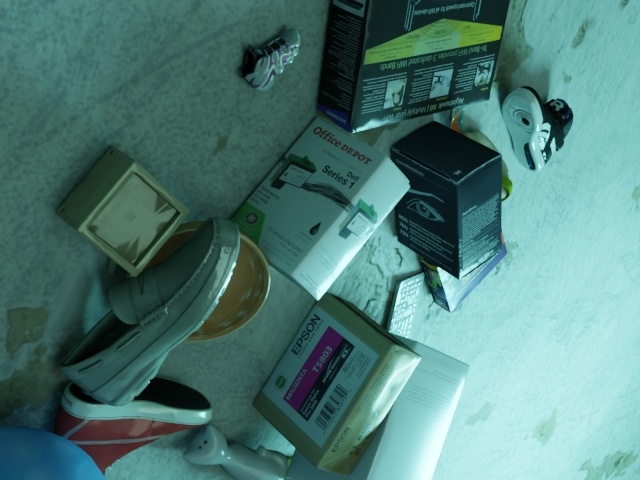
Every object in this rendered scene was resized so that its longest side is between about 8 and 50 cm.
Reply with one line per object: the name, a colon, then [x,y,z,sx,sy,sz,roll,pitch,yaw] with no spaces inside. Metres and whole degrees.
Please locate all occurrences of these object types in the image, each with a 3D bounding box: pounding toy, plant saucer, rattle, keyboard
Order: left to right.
pounding toy: [-0.253,-0.025,1.335,0.130,0.100,0.141,-51,131,-7]
plant saucer: [-0.170,0.053,1.450,0.200,0.037,0.200,-6,125,-9]
keyboard: [0.144,0.177,1.938,0.072,0.014,0.256,-14,126,-39]
rattle: [0.231,-0.136,1.794,0.200,0.143,0.130,38,55,-37]

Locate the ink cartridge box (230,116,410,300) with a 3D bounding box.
ink cartridge box: [-0.004,-0.050,1.507,0.219,0.160,0.092,-52,141,-6]

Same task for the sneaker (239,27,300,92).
sneaker: [-0.072,-0.250,1.391,0.069,0.038,0.098,29,94,-52]

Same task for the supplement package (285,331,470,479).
supplement package: [0.098,0.309,1.791,0.177,0.175,0.293,28,79,-45]

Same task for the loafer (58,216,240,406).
loafer: [-0.224,0.088,1.371,0.111,0.112,0.319,31,109,-27]

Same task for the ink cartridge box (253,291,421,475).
ink cartridge box: [0.023,0.231,1.706,0.088,0.193,0.234,27,95,-46]

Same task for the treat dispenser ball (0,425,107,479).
treat dispenser ball: [-0.392,0.378,1.307,0.288,0.288,0.288,-26,133,-32]

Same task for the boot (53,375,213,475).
boot: [-0.283,0.293,1.525,0.244,0.088,0.176,7,112,-39]

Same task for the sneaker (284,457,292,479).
sneaker: [0.005,0.464,1.909,0.295,0.123,0.109,5,113,-47]

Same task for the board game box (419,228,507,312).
board game box: [0.266,0.028,1.924,0.170,0.048,0.141,-44,139,-18]

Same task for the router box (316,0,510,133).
router box: [0.146,-0.307,1.541,0.309,0.081,0.243,-17,127,-38]

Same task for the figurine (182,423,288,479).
figurine: [-0.181,0.406,1.713,0.215,0.092,0.209,-55,137,-2]

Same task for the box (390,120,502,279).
box: [0.208,-0.067,1.720,0.108,0.153,0.207,-32,136,-27]

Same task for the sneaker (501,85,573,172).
sneaker: [0.393,-0.229,1.864,0.121,0.079,0.217,-47,149,-15]
